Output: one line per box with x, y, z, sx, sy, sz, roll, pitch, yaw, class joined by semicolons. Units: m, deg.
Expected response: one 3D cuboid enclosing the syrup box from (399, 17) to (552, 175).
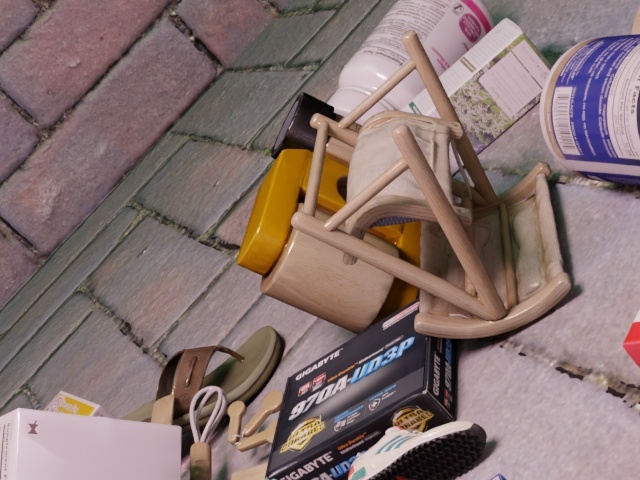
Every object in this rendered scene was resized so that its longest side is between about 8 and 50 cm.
0.200;-0.183;1.571;0.237;0.093;0.096;-41;21;10;syrup box

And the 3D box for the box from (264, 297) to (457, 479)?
0.047;0.169;1.244;0.220;0.051;0.175;-33;23;26;box

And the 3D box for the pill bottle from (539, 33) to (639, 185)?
0.342;-0.125;1.111;0.153;0.153;0.265;-48;21;-10;pill bottle

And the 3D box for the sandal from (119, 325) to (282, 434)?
-0.182;0.196;1.515;0.303;0.086;0.120;-30;17;-15;sandal

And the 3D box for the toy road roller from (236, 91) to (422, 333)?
0.000;0.000;1.460;0.240;0.202;0.329;-56;14;42;toy road roller

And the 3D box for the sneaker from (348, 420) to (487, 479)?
0.087;0.198;1.104;0.161;0.057;0.075;-36;27;28;sneaker

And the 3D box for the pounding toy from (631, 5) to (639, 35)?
0.472;-0.247;1.225;0.269;0.155;0.154;166;117;-69;pounding toy

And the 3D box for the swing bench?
0.122;-0.046;1.238;0.165;0.255;0.253;-40;20;25;swing bench

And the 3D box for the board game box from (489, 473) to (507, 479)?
0.089;0.303;0.914;0.210;0.047;0.160;-40;22;13;board game box

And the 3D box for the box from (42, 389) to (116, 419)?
-0.337;0.295;1.634;0.103;0.114;0.203;-51;20;-19;box

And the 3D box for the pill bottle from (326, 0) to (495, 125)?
0.129;-0.250;1.739;0.283;0.160;0.160;-53;22;-21;pill bottle

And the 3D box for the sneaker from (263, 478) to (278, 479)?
-0.079;0.316;1.203;0.166;0.065;0.076;-45;27;22;sneaker

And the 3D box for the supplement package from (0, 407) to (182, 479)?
-0.306;0.318;1.293;0.263;0.199;0.198;-27;58;48;supplement package

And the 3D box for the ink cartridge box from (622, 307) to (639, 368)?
0.332;0.049;0.903;0.134;0.078;0.231;-14;37;54;ink cartridge box

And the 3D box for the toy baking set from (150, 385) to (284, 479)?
-0.129;0.259;1.365;0.256;0.030;0.197;0;50;40;toy baking set
